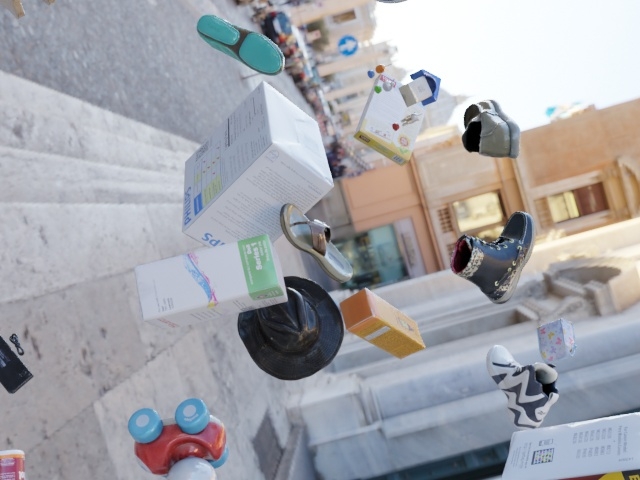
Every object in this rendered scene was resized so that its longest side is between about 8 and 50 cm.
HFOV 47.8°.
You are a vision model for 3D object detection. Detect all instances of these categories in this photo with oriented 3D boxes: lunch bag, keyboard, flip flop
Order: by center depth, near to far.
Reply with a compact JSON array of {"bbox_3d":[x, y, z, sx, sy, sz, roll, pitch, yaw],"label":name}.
[{"bbox_3d":[0.511,0.220,1.558,0.053,0.071,0.083,23,53,-28],"label":"lunch bag"},{"bbox_3d":[0.000,0.000,1.866,0.277,0.080,0.112,45,35,-20],"label":"flip flop"},{"bbox_3d":[-0.817,0.298,1.878,0.180,0.108,0.023,48,0,6],"label":"keyboard"}]

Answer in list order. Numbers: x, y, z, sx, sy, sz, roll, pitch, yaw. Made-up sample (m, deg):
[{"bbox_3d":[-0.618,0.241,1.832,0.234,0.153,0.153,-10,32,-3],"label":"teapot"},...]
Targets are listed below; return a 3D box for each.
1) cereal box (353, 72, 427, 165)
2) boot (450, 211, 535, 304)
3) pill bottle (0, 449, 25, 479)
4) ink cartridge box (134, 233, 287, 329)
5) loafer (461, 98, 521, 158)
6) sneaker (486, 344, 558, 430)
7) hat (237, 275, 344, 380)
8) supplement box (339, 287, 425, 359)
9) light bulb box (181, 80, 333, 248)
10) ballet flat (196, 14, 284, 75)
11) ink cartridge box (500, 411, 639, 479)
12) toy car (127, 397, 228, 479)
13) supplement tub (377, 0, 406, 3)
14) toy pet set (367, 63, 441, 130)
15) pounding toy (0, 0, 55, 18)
[{"bbox_3d":[0.208,-0.354,2.093,0.047,0.173,0.240,-39,-155,57],"label":"cereal box"},{"bbox_3d":[0.410,0.014,1.705,0.178,0.236,0.085,29,-12,-33],"label":"boot"},{"bbox_3d":[-0.750,0.583,1.720,0.086,0.086,0.152,65,14,-68],"label":"pill bottle"},{"bbox_3d":[-0.221,0.092,1.497,0.201,0.278,0.117,79,-3,-77],"label":"ink cartridge box"},{"bbox_3d":[0.324,-0.226,1.446,0.251,0.087,0.094,-104,-170,-70],"label":"loafer"},{"bbox_3d":[0.485,0.310,1.690,0.153,0.094,0.235,-54,-156,31],"label":"sneaker"},{"bbox_3d":[-0.089,0.228,2.093,0.134,0.331,0.331,85,-7,-62],"label":"hat"},{"bbox_3d":[0.141,0.190,1.601,0.233,0.080,0.078,33,32,-45],"label":"supplement box"},{"bbox_3d":[-0.186,-0.184,2.007,0.225,0.361,0.358,34,26,-30],"label":"light bulb box"},{"bbox_3d":[-0.182,-0.466,1.734,0.247,0.083,0.087,31,3,10],"label":"ballet flat"},{"bbox_3d":[0.436,0.400,0.980,0.309,0.272,0.130,63,31,-11],"label":"ink cartridge box"},{"bbox_3d":[-0.309,0.514,1.598,0.219,0.210,0.238,79,0,-46],"label":"toy car"},{"bbox_3d":[0.109,-0.670,1.518,0.325,0.235,0.235,17,54,-55],"label":"supplement tub"},{"bbox_3d":[0.159,-0.273,1.298,0.122,0.065,0.114,64,-23,-8],"label":"toy pet set"},{"bbox_3d":[-0.572,-0.497,1.228,0.154,0.155,0.269,49,-23,16],"label":"pounding toy"}]
